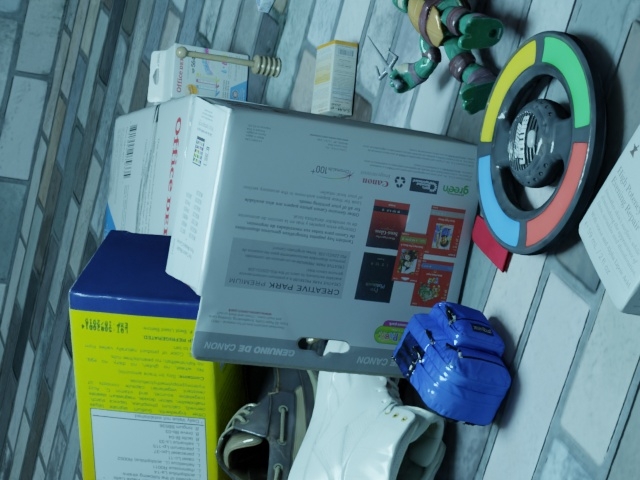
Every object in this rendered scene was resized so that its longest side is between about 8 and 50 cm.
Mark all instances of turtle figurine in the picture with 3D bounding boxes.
[{"bbox_3d":[0.119,-0.243,1.777,0.234,0.118,0.175,43,165,48],"label":"turtle figurine"}]

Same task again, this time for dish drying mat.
[{"bbox_3d":[0.184,0.003,1.703,0.083,0.008,0.032,-128,49,-58],"label":"dish drying mat"}]

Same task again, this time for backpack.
[{"bbox_3d":[0.142,0.129,1.651,0.101,0.098,0.120,-66,27,26],"label":"backpack"}]

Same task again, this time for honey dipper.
[{"bbox_3d":[-0.137,-0.269,2.342,0.030,0.161,0.030,-172,90,-66],"label":"honey dipper"}]

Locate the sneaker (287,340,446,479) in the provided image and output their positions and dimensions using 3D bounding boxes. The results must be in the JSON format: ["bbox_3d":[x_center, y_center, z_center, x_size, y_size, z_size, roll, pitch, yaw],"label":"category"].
[{"bbox_3d":[0.079,0.192,1.797,0.169,0.108,0.292,-9,51,36],"label":"sneaker"}]

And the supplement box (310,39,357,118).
[{"bbox_3d":[0.019,-0.214,2.119,0.062,0.036,0.098,175,101,-66],"label":"supplement box"}]

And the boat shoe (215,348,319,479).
[{"bbox_3d":[-0.061,0.256,2.042,0.355,0.130,0.132,-112,36,-49],"label":"boat shoe"}]

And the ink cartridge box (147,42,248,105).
[{"bbox_3d":[-0.197,-0.250,2.498,0.090,0.143,0.092,159,116,-64],"label":"ink cartridge box"}]

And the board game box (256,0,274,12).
[{"bbox_3d":[-0.078,-0.413,2.428,0.090,0.020,0.090,125,145,-46],"label":"board game box"}]

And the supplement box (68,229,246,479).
[{"bbox_3d":[-0.213,0.189,2.156,0.195,0.194,0.356,-68,-19,-62],"label":"supplement box"}]

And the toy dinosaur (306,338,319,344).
[{"bbox_3d":[-0.021,0.044,2.127,0.112,0.064,0.211,-29,64,41],"label":"toy dinosaur"}]

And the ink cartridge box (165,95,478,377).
[{"bbox_3d":[0.000,0.000,1.748,0.130,0.309,0.271,-152,71,-66],"label":"ink cartridge box"}]

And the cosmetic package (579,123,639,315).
[{"bbox_3d":[0.314,-0.053,1.320,0.117,0.085,0.231,-109,33,-46],"label":"cosmetic package"}]

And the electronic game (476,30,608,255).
[{"bbox_3d":[0.219,-0.098,1.601,0.229,0.048,0.229,-172,90,-67],"label":"electronic game"}]

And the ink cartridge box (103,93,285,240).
[{"bbox_3d":[-0.198,-0.057,2.414,0.395,0.166,0.285,179,97,-67],"label":"ink cartridge box"}]
